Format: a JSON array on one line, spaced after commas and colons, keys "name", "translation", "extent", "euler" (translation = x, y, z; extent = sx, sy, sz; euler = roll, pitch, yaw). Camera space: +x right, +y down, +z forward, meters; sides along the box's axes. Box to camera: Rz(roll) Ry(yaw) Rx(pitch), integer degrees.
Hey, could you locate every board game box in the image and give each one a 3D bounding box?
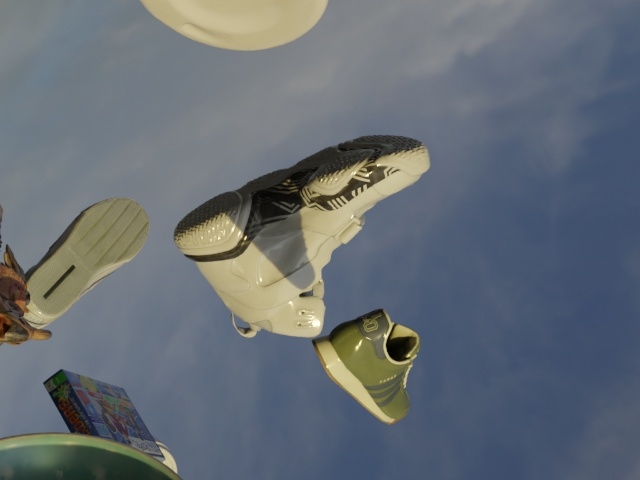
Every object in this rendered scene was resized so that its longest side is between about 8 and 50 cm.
[{"name": "board game box", "translation": [-0.304, 0.261, 1.415], "extent": [0.035, 0.201, 0.136], "euler": [-37, -112, 2]}]

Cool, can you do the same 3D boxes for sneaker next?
[{"name": "sneaker", "translation": [0.000, 0.000, 1.368], "extent": [0.366, 0.210, 0.137], "euler": [-21, -159, 9]}, {"name": "sneaker", "translation": [-0.329, 0.026, 1.320], "extent": [0.091, 0.094, 0.258], "euler": [-25, -166, 39]}, {"name": "sneaker", "translation": [0.070, 0.128, 1.013], "extent": [0.086, 0.192, 0.064], "euler": [-34, -127, 8]}]

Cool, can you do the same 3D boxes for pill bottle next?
[{"name": "pill bottle", "translation": [-0.053, -0.300, 0.779], "extent": [0.152, 0.152, 0.271], "euler": [-19, -127, 41]}]

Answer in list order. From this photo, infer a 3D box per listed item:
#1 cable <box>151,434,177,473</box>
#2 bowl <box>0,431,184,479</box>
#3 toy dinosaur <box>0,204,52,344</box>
[{"name": "cable", "translation": [-0.403, 0.505, 1.987], "extent": [0.089, 0.257, 0.257], "euler": [24, -116, 30]}, {"name": "bowl", "translation": [-0.282, 0.358, 1.033], "extent": [0.311, 0.312, 0.163], "euler": [-119, -142, -60]}, {"name": "toy dinosaur", "translation": [-0.341, 0.001, 0.921], "extent": [0.127, 0.200, 0.295], "euler": [-56, -155, 35]}]
